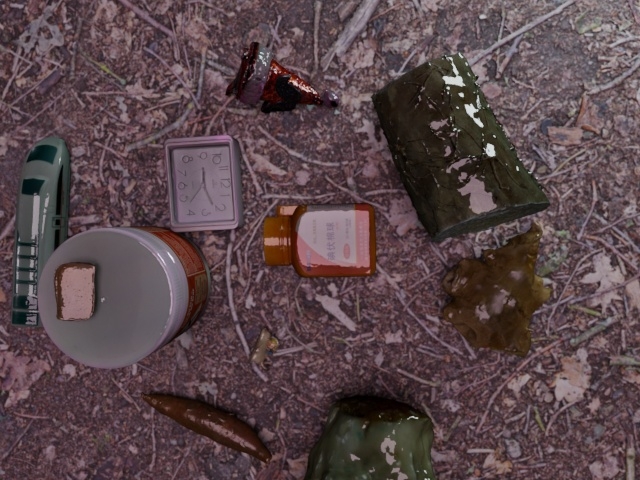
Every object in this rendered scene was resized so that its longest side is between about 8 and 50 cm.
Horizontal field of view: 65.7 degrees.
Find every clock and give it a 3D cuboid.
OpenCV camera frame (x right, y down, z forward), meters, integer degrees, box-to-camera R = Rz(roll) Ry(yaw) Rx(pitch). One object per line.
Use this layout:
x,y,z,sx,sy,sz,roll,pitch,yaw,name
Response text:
-0.246,-0.118,1.045,0.150,0.063,0.197,-3,92,2,clock

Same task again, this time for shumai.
0.106,0.474,0.958,0.324,0.397,0.323,16,62,-17,shumai

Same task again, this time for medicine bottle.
0.000,0.000,1.013,0.222,0.112,0.149,-2,92,3,medicine bottle
-0.366,0.097,0.972,0.253,0.241,0.252,0,92,4,medicine bottle

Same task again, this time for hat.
-0.073,-0.310,1.021,0.227,0.129,0.140,16,135,-14,hat

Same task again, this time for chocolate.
-0.412,0.085,0.838,0.065,0.031,0.100,-3,96,-15,chocolate

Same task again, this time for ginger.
0.361,0.090,0.998,0.219,0.123,0.270,19,83,-1,ginger

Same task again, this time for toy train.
-0.600,-0.023,1.055,0.086,0.088,0.407,4,92,3,toy train

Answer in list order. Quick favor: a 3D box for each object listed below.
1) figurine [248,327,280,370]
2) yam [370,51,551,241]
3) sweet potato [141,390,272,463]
-0.119,0.234,1.067,0.051,0.047,0.083,25,86,-13,figurine
0.254,-0.166,0.937,0.241,0.241,0.348,-27,85,4,yam
-0.240,0.386,1.066,0.314,0.066,0.072,25,87,4,sweet potato
